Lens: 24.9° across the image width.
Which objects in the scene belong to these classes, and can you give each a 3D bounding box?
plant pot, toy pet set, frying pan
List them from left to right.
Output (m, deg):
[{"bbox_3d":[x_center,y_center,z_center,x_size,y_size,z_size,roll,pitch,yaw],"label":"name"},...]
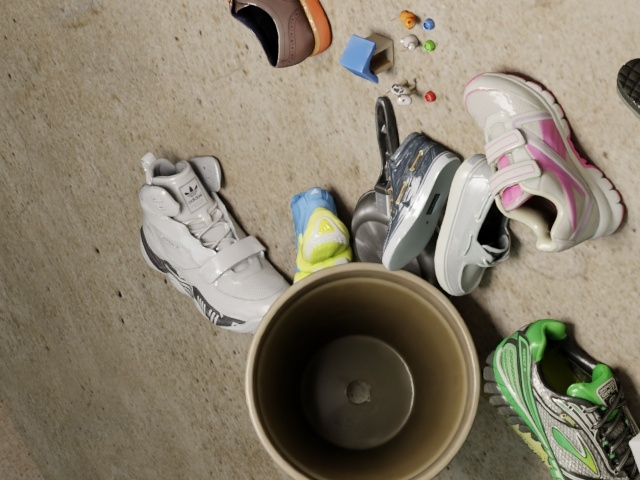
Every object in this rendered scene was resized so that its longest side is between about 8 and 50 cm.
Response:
[{"bbox_3d":[0.056,0.208,2.083,0.323,0.323,0.280,53,175,6],"label":"plant pot"},{"bbox_3d":[0.086,-0.235,1.878,0.114,0.065,0.122,27,136,37],"label":"toy pet set"},{"bbox_3d":[0.119,-0.026,2.034,0.197,0.053,0.326,39,146,24],"label":"frying pan"}]

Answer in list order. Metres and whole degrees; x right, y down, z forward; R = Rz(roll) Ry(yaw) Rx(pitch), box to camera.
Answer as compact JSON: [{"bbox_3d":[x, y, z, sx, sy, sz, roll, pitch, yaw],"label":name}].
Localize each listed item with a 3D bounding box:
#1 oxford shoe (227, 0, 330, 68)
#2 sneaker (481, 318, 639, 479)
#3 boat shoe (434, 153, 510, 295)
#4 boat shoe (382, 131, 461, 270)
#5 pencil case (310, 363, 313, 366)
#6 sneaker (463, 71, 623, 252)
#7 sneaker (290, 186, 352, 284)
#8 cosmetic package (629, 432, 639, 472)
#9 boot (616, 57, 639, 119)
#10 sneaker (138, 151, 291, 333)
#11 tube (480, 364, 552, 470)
[{"bbox_3d":[-0.089,-0.362,1.966,0.271,0.098,0.097,59,148,-2],"label":"oxford shoe"},{"bbox_3d":[0.353,0.252,1.881,0.343,0.134,0.146,49,146,13],"label":"sneaker"},{"bbox_3d":[0.208,-0.005,1.901,0.081,0.079,0.227,38,140,34],"label":"boat shoe"},{"bbox_3d":[0.118,-0.053,1.952,0.083,0.065,0.183,40,112,35],"label":"boat shoe"},{"bbox_3d":[-0.020,0.244,2.370,0.124,0.124,0.284,43,145,21],"label":"pencil case"},{"bbox_3d":[0.251,-0.092,1.743,0.252,0.111,0.103,52,147,8],"label":"sneaker"},{"bbox_3d":[0.000,0.000,2.194,0.240,0.091,0.126,104,157,-62],"label":"sneaker"},{"bbox_3d":[0.496,0.251,1.712,0.231,0.117,0.085,-4,113,55],"label":"cosmetic package"},{"bbox_3d":[0.404,-0.075,1.594,0.246,0.083,0.161,44,151,21],"label":"boot"},{"bbox_3d":[-0.178,-0.002,2.347,0.366,0.137,0.210,33,143,37],"label":"sneaker"},{"bbox_3d":[0.310,0.266,2.021,0.240,0.062,0.070,49,-173,4],"label":"tube"}]
